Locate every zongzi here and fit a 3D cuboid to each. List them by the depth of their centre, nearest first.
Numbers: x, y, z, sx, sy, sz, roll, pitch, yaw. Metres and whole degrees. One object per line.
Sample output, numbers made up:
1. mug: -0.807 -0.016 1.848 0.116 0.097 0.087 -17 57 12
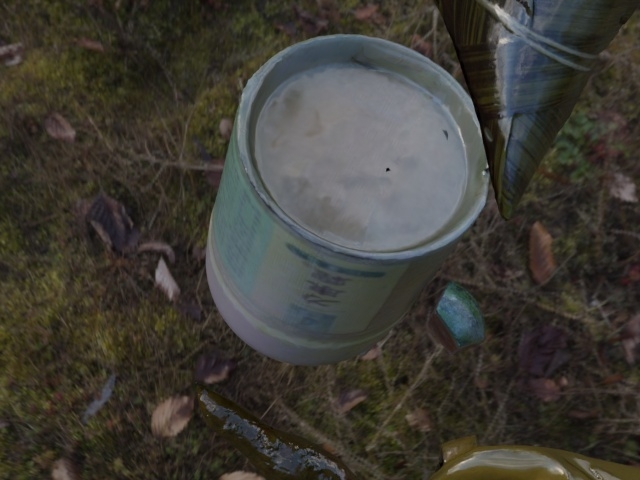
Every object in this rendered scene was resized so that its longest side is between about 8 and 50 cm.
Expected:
1. zongzi: 0.097 -0.130 0.604 0.084 0.187 0.184 13 105 -41

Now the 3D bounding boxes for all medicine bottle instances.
1. medicine bottle: 0.000 0.000 0.967 0.235 0.406 0.236 5 62 -11

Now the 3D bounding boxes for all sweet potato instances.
1. sweet potato: -0.039 0.244 1.044 0.273 0.067 0.067 36 71 -13

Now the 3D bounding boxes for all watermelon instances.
1. watermelon: 0.167 0.104 1.178 0.092 0.072 0.085 18 35 -46

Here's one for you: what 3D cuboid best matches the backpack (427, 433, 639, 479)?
1. backpack: 0.228 0.336 0.924 0.353 0.378 0.201 12 58 -1
